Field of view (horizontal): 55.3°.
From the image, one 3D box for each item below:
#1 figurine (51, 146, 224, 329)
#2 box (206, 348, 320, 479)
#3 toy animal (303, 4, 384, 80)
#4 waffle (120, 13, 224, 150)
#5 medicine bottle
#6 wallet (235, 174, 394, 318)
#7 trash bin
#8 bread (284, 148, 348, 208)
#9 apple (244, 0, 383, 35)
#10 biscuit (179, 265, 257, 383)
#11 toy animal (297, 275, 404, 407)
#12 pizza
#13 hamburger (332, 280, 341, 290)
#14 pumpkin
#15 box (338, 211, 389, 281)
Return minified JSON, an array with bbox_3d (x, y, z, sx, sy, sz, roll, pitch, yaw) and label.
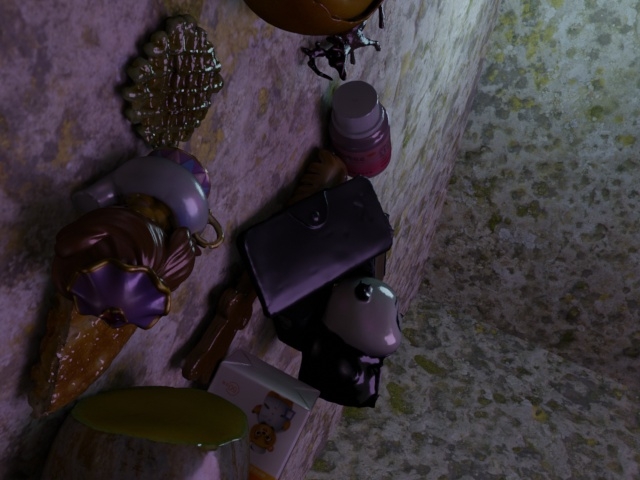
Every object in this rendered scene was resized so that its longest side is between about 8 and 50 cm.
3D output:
[{"bbox_3d":[-0.224,-0.006,0.751,0.263,0.189,0.142,-73,-175,-49],"label":"figurine"},{"bbox_3d":[-0.176,0.447,1.343,0.341,0.225,0.143,-64,173,5],"label":"box"},{"bbox_3d":[0.055,-0.427,1.227,0.260,0.087,0.244,-5,104,-68],"label":"toy animal"},{"bbox_3d":[-0.195,-0.206,0.826,0.169,0.036,0.183,-60,161,-13],"label":"waffle"},{"bbox_3d":[0.090,-0.253,1.408,0.147,0.147,0.247,-61,161,-16],"label":"medicine bottle"},{"bbox_3d":[0.000,0.000,1.306,0.377,0.051,0.197,-27,102,-33],"label":"wallet"},{"bbox_3d":[-0.049,0.174,1.611,0.165,0.115,0.225,-56,163,-29],"label":"trash bin"},{"bbox_3d":[-0.016,-0.100,1.397,0.225,0.081,0.134,-59,156,-16],"label":"bread"},{"bbox_3d":[-0.006,-0.399,0.841,0.237,0.207,0.237,-52,155,-37],"label":"apple"},{"bbox_3d":[-0.191,0.158,1.276,0.302,0.049,0.197,-60,170,-16],"label":"biscuit"},{"bbox_3d":[0.086,0.242,1.538,0.251,0.251,0.310,6,99,-71],"label":"toy animal"},{"bbox_3d":[-0.316,0.101,0.836,0.292,0.058,0.197,-60,160,-25],"label":"pizza"},{"bbox_3d":[0.053,0.236,1.868,0.192,0.167,0.288,-45,153,-52],"label":"hamburger"},{"bbox_3d":[-0.255,0.338,0.938,0.332,0.332,0.199,29,72,-72],"label":"pumpkin"},{"bbox_3d":[0.069,0.009,1.586,0.084,0.198,0.310,-56,160,-26],"label":"box"}]
